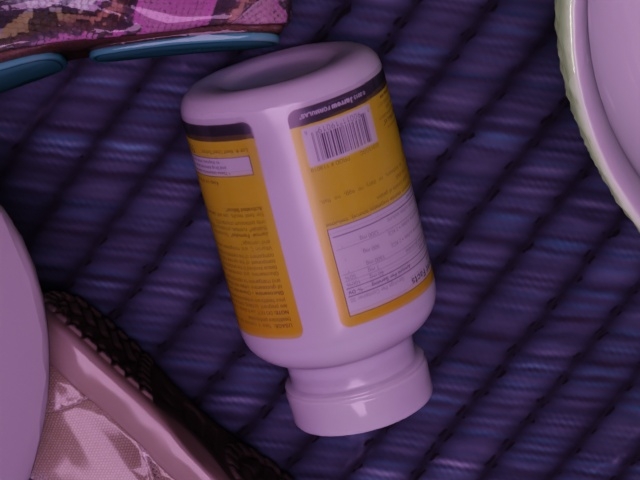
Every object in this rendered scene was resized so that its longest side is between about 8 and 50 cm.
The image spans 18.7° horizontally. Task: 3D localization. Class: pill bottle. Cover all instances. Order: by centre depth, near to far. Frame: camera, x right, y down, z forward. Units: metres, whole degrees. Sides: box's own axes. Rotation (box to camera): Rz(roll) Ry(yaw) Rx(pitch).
[{"bbox_3d":[0.000,0.000,0.977,0.103,0.103,0.184,-14,106,1],"label":"pill bottle"}]

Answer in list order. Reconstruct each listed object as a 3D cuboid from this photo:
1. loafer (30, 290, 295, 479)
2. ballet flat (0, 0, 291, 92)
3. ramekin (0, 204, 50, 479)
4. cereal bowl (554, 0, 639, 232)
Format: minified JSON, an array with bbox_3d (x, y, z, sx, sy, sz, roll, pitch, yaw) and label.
[{"bbox_3d":[-0.076,0.143,1.022,0.092,0.102,0.268,-43,94,10],"label":"loafer"},{"bbox_3d":[-0.126,-0.115,0.960,0.221,0.077,0.079,-12,88,-5],"label":"ballet flat"},{"bbox_3d":[-0.253,0.066,0.885,0.135,0.277,0.277,12,111,37],"label":"ramekin"},{"bbox_3d":[0.275,-0.126,0.937,0.339,0.141,0.339,-1,106,-2],"label":"cereal bowl"}]
